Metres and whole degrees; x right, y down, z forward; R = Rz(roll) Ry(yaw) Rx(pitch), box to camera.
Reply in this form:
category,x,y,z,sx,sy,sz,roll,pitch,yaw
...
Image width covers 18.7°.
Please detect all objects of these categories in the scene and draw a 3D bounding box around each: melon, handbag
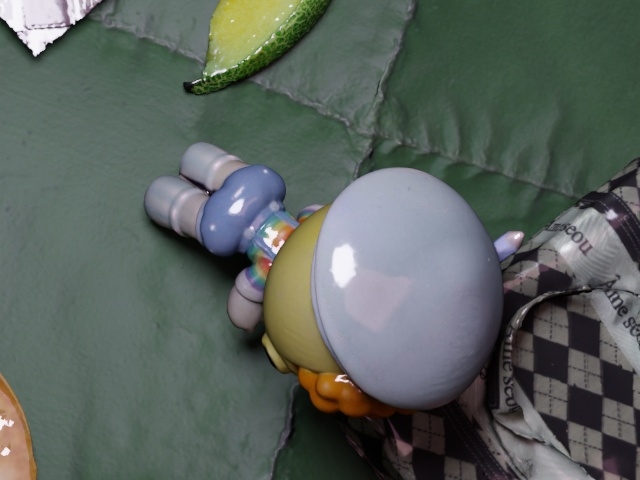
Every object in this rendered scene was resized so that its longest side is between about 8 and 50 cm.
category,x,y,z,sx,sy,sz,roll,pitch,yaw
melon,-0.054,-0.251,1.960,0.114,0.053,0.261,34,73,2
handbag,0.254,0.154,1.898,0.416,0.180,0.316,-36,93,-9

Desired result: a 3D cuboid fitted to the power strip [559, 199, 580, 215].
category,x,y,z,sx,sy,sz,roll,pitch,yaw
power strip,0.292,0.022,2.012,0.051,0.019,0.136,-20,85,-18

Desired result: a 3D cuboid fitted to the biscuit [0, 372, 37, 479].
category,x,y,z,sx,sy,sz,roll,pitch,yaw
biscuit,-0.382,0.181,1.797,0.309,0.040,0.204,46,73,-3

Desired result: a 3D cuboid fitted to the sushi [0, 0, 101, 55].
category,x,y,z,sx,sy,sz,roll,pitch,yaw
sushi,-0.270,-0.334,1.922,0.231,0.047,0.219,-42,96,-13

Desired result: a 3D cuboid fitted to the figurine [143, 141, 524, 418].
category,x,y,z,sx,sy,sz,roll,pitch,yaw
figurine,-0.022,0.020,1.775,0.382,0.205,0.224,16,57,29
